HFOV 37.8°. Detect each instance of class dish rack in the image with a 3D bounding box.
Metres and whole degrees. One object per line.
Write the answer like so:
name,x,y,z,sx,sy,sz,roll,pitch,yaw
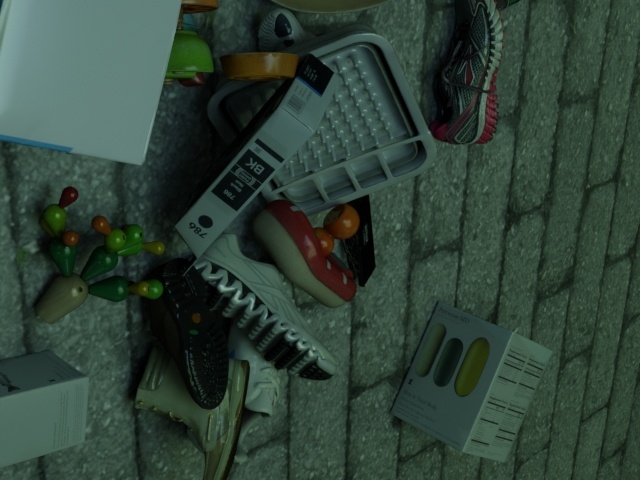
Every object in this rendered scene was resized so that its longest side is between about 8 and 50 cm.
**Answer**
dish rack,0.007,-0.183,1.426,0.285,0.072,0.333,-20,144,11

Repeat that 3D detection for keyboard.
keyboard,0.064,-0.008,1.712,0.100,0.038,0.192,-53,142,-52

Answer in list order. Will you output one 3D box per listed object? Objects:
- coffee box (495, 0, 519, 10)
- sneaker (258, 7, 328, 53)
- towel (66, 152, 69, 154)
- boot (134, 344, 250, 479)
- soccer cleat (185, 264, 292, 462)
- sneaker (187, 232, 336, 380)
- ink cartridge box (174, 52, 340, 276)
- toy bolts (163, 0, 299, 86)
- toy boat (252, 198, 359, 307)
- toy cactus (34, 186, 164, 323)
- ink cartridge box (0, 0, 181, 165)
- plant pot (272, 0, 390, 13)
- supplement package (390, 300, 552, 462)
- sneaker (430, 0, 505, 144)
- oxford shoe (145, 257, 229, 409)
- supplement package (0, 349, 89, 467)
coffee box,0.334,-0.527,1.755,0.113,0.040,0.184,-32,128,-34
sneaker,0.001,-0.304,1.457,0.153,0.094,0.235,-54,137,-18
towel,-0.286,-0.170,1.187,0.027,0.148,0.110,41,65,-8
boot,-0.205,0.275,1.430,0.077,0.165,0.213,85,16,-83
soccer cleat,-0.103,0.206,1.531,0.116,0.143,0.331,27,86,-49
sneaker,-0.079,0.103,1.458,0.292,0.110,0.118,42,54,-7
ink cartridge box,-0.107,-0.102,1.305,0.065,0.332,0.165,36,35,-12
toy bolts,-0.153,-0.284,1.196,0.218,0.228,0.158,-4,96,-29
toy boat,0.000,0.000,1.518,0.151,0.151,0.231,-45,145,3
toy cactus,-0.319,0.034,1.277,0.180,0.112,0.219,-44,140,1
ink cartridge box,-0.324,-0.215,1.010,0.198,0.270,0.197,7,100,-49
plant pot,0.029,-0.477,1.314,0.284,0.284,0.191,8,65,-48
supplement package,0.321,0.300,1.985,0.198,0.199,0.262,26,88,-49
sneaker,0.268,-0.323,1.725,0.112,0.121,0.299,-4,104,-14
oxford shoe,-0.201,0.144,1.393,0.083,0.096,0.227,-13,85,-47
supplement package,-0.413,0.225,1.236,0.179,0.105,0.105,-9,114,-46
